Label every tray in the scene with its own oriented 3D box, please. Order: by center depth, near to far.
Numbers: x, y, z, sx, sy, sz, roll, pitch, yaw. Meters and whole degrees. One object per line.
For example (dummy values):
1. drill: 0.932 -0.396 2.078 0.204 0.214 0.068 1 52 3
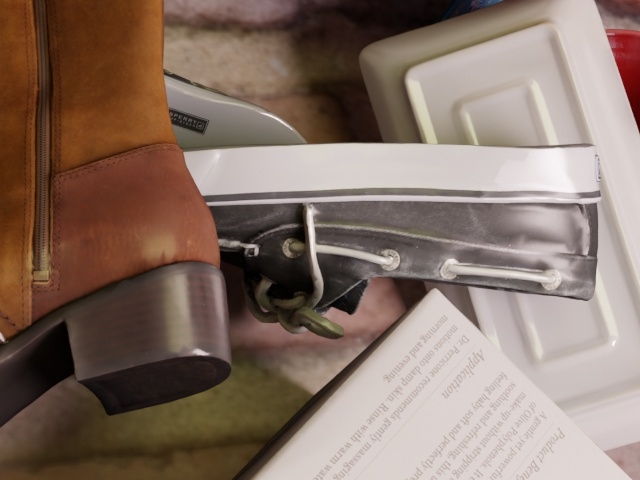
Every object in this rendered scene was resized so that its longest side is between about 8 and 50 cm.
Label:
1. tray: 0.123 -0.009 1.100 0.145 0.030 0.270 -18 81 9

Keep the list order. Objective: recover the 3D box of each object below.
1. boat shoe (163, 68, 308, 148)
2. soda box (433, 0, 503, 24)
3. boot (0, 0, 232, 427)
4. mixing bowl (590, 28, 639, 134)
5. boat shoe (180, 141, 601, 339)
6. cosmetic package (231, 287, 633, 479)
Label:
1. boat shoe: -0.067 -0.069 1.108 0.142 0.049 0.040 24 16 -20
2. soda box: 0.131 -0.162 1.248 0.067 0.071 0.210 38 52 -3
3. boot: -0.190 -0.041 0.950 0.264 0.096 0.280 -15 66 4
4. mixing bowl: 0.175 -0.029 1.157 0.181 0.098 0.181 -1 84 9
5. boat shoe: 0.000 0.000 1.046 0.306 0.113 0.104 -1 91 -8
6. cosmetic package: 0.104 0.230 0.956 0.365 0.155 0.197 46 53 2
